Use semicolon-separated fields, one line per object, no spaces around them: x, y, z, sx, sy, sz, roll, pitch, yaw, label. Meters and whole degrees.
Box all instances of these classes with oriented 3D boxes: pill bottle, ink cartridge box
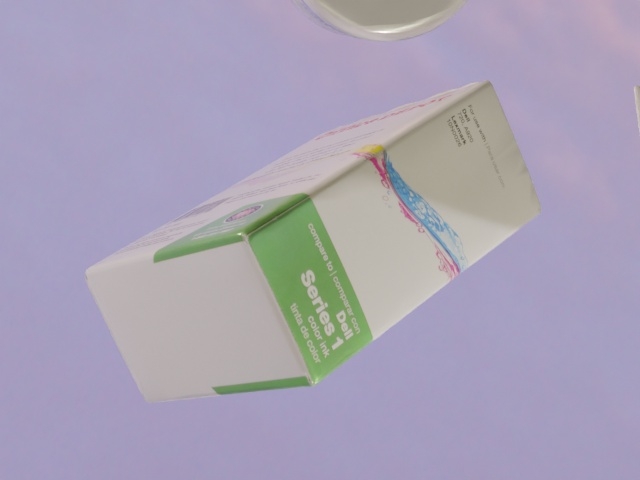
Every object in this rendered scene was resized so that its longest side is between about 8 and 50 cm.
0.030;-0.184;0.854;0.119;0.119;0.208;21;-172;-8;pill bottle
0.000;0.000;1.030;0.278;0.201;0.117;-33;-77;-39;ink cartridge box

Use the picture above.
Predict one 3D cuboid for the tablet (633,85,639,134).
0.257;-0.079;1.018;0.054;0.006;0.083;21;-139;-13;tablet
